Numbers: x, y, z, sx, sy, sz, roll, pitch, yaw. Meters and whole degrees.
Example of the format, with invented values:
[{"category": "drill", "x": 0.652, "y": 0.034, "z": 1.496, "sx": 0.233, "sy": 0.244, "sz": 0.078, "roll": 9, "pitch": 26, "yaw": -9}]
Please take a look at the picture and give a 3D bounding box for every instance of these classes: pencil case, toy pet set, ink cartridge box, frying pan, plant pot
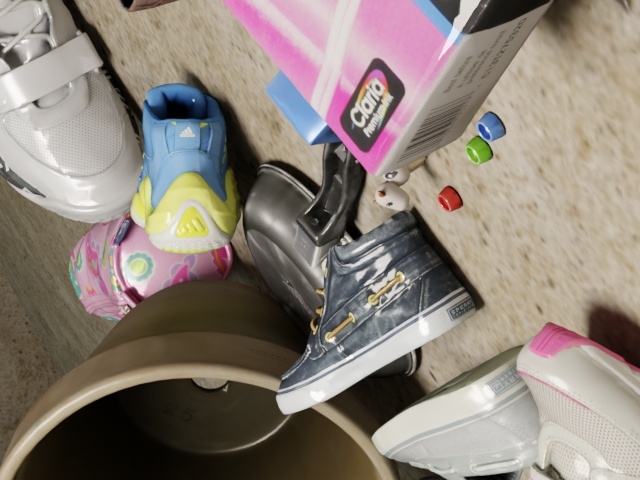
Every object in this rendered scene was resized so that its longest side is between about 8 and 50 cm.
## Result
[{"category": "pencil case", "x": -0.178, "y": 0.027, "z": 1.452, "sx": 0.124, "sy": 0.124, "sz": 0.284, "roll": 58, "pitch": 164, "yaw": -8}, {"category": "toy pet set", "x": 0.029, "y": -0.062, "z": 0.796, "sx": 0.114, "sy": 0.065, "sz": 0.122, "roll": 51, "pitch": 163, "yaw": 12}, {"category": "ink cartridge box", "x": -0.039, "y": -0.218, "z": 0.600, "sx": 0.371, "sy": 0.069, "sz": 0.176, "roll": 52, "pitch": 142, "yaw": 17}, {"category": "frying pan", "x": 0.016, "y": 0.024, "z": 1.043, "sx": 0.197, "sy": 0.053, "sz": 0.326, "roll": 55, "pitch": 167, "yaw": -4}, {"category": "plant pot", "x": -0.097, "y": 0.174, "z": 1.205, "sx": 0.280, "sy": 0.323, "sz": 0.323, "roll": -95, "pitch": -20, "yaw": -64}]

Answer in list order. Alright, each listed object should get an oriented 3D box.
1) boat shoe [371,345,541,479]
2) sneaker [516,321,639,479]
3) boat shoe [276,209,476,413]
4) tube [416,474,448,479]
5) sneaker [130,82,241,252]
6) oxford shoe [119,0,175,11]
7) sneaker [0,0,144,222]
[{"category": "boat shoe", "x": 0.098, "y": 0.133, "z": 0.956, "sx": 0.081, "sy": 0.079, "sz": 0.227, "roll": 58, "pitch": 161, "yaw": 6}, {"category": "sneaker", "x": 0.159, "y": 0.160, "z": 0.783, "sx": 0.103, "sy": 0.111, "sz": 0.252, "roll": 23, "pitch": 144, "yaw": 61}, {"category": "boat shoe", "x": 0.021, "y": 0.049, "z": 0.961, "sx": 0.183, "sy": 0.065, "sz": 0.083, "roll": -35, "pitch": 82, "yaw": 42}, {"category": "tube", "x": 0.139, "y": 0.302, "z": 1.217, "sx": 0.240, "sy": 0.062, "sz": 0.070, "roll": 58, "pitch": -155, "yaw": -26}, {"category": "sneaker", "x": -0.105, "y": -0.066, "z": 1.175, "sx": 0.240, "sy": 0.091, "sz": 0.126, "roll": -144, "pitch": 54, "yaw": -75}, {"category": "oxford shoe", "x": -0.113, "y": -0.245, "z": 0.776, "sx": 0.097, "sy": 0.098, "sz": 0.271, "roll": 35, "pitch": 154, "yaw": 51}, {"category": "sneaker", "x": -0.278, "y": -0.187, "z": 1.279, "sx": 0.366, "sy": 0.137, "sz": 0.210, "roll": 56, "pitch": 167, "yaw": 10}]
